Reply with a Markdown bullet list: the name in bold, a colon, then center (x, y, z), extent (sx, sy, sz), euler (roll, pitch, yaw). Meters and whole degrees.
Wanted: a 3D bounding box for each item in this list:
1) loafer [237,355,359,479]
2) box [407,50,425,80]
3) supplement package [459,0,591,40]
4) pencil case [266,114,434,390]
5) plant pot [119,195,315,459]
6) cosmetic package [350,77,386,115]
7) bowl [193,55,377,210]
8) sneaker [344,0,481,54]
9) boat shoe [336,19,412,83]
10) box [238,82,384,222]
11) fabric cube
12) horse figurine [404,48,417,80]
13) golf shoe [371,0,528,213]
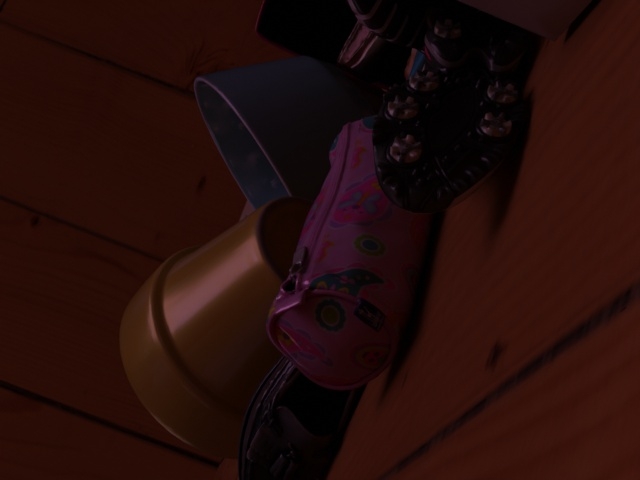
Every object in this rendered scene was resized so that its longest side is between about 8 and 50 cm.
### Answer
- **loafer**: center (-0.011, 0.157, 1.222), extent (0.084, 0.096, 0.267), euler (-110, 43, -76)
- **box**: center (0.157, -0.242, 1.258), extent (0.244, 0.060, 0.100), euler (118, 173, -63)
- **supplement package**: center (0.160, -0.289, 0.862), extent (0.134, 0.139, 0.244), euler (127, 165, -72)
- **pencil case**: center (0.036, 0.001, 1.135), extent (0.284, 0.124, 0.124), euler (-69, 3, -47)
- **plant pot**: center (-0.065, 0.083, 1.411), extent (0.239, 0.254, 0.254), euler (-47, 16, 38)
- **cosmetic package**: center (0.076, -0.187, 1.727), extent (0.060, 0.115, 0.041), euler (-76, 9, -70)
- **bowl**: center (-0.015, -0.115, 1.608), extent (0.163, 0.311, 0.311), euler (-32, -3, -9)
- **sneaker**: center (0.046, -0.236, 1.098), extent (0.106, 0.162, 0.281), euler (-56, -34, 1)
- **boat shoe**: center (0.115, -0.350, 1.551), extent (0.324, 0.120, 0.122), euler (-56, -17, -1)
- **box**: center (-0.002, -0.103, 1.910), extent (0.121, 0.148, 0.311), euler (-11, -44, -41)
- **fabric cube**: center (0.070, -0.364, 1.744), extent (0.258, 0.254, 0.259), euler (-88, 19, -79)
- **horse figurine**: center (0.148, -0.253, 1.454), extent (0.174, 0.066, 0.263), euler (-62, -6, -46)
- **golf shoe**: center (0.107, -0.086, 0.973), extent (0.273, 0.105, 0.120), euler (-63, -17, -50)
